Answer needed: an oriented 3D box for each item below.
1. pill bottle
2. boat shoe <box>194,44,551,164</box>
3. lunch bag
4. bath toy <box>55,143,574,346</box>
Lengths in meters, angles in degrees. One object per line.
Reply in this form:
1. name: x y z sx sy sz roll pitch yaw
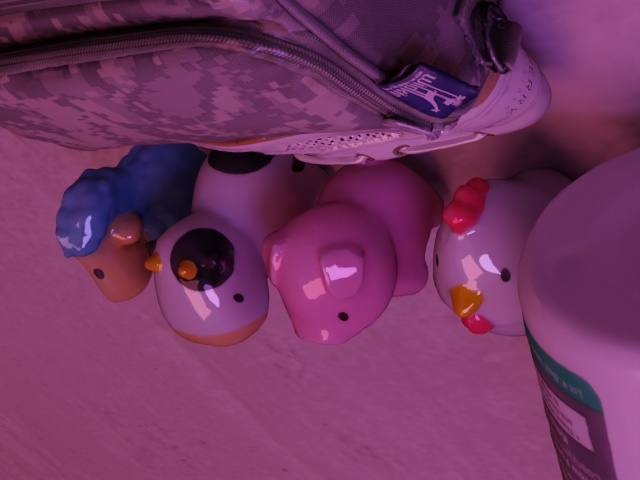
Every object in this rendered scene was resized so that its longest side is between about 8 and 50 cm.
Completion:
1. pill bottle: 0.240 0.138 0.828 0.204 0.204 0.361 9 131 34
2. boat shoe: 0.010 -0.085 0.883 0.277 0.098 0.096 7 168 42
3. lunch bag: -0.075 -0.158 0.750 0.305 0.213 0.256 -1 141 41
4. bath toy: 0.000 0.000 0.944 0.348 0.151 0.129 5 167 33
